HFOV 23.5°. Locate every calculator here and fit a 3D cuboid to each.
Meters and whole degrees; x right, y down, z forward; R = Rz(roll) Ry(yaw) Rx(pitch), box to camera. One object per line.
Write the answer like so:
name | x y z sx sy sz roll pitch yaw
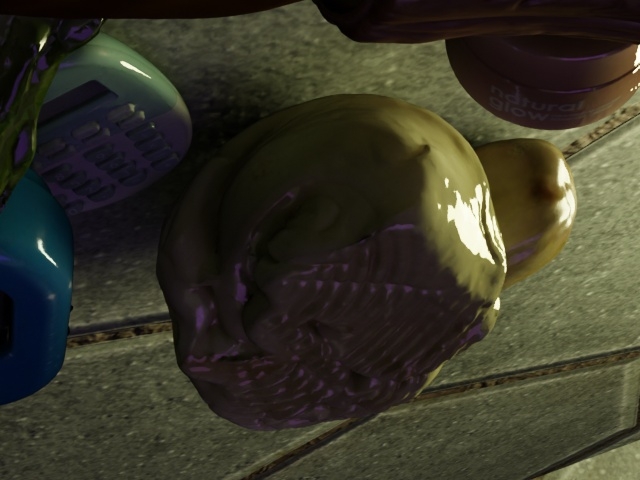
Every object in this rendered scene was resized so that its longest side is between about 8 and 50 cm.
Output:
calculator | -0.197 -0.082 1.086 0.184 0.042 0.295 -25 159 12

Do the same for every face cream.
face cream | 0.161 -0.162 1.049 0.149 0.149 0.104 -17 158 -6

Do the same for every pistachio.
pistachio | 0.142 -0.017 1.408 0.206 0.131 0.129 -29 -162 30

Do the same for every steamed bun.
steamed bun | 0.003 -0.001 1.238 0.276 0.203 0.289 -12 144 3

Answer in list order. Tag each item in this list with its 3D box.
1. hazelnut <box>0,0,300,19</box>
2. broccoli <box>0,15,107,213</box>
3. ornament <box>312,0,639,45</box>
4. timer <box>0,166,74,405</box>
hazelnut | -0.015 -0.238 0.394 0.402 0.402 0.429 -42 -173 42
broccoli | -0.164 -0.104 0.835 0.165 0.145 0.304 0 130 -49
ornament | 0.111 -0.206 0.855 0.218 0.235 0.221 -6 138 -20
timer | -0.341 0.026 1.053 0.340 0.115 0.309 2 154 -11
